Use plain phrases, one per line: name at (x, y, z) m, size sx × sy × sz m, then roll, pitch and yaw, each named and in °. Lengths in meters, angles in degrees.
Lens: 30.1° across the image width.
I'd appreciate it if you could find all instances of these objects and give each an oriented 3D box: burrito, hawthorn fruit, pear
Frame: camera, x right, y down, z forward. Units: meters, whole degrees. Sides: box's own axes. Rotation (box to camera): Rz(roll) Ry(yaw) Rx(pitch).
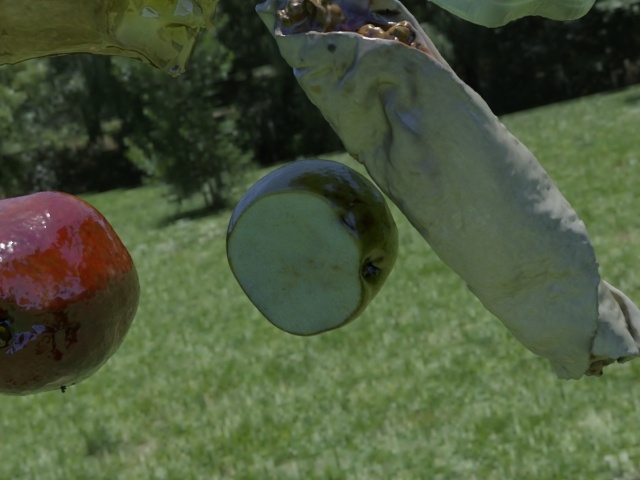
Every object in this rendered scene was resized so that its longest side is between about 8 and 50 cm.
burrito at (0.109, -0.041, 0.872) m, size 0.117 × 0.392 × 0.076 m, roll -26°, pitch 21°, yaw 42°
hawthorn fruit at (-0.308, 0.067, 1.244) m, size 0.224 × 0.224 × 0.261 m, roll -13°, pitch 20°, yaw 8°
pear at (0.000, 0.000, 0.967) m, size 0.141 × 0.141 × 0.104 m, roll -10°, pitch 13°, yaw 33°

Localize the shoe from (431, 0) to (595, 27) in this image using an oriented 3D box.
shoe at (0.233, -0.330, 1.291) m, size 0.131 × 0.160 × 0.363 m, roll 34°, pitch 28°, yaw 20°

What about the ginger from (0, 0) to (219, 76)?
ginger at (-0.230, -0.097, 0.477) m, size 0.375 × 0.166 × 0.236 m, roll -11°, pitch 32°, yaw -14°
